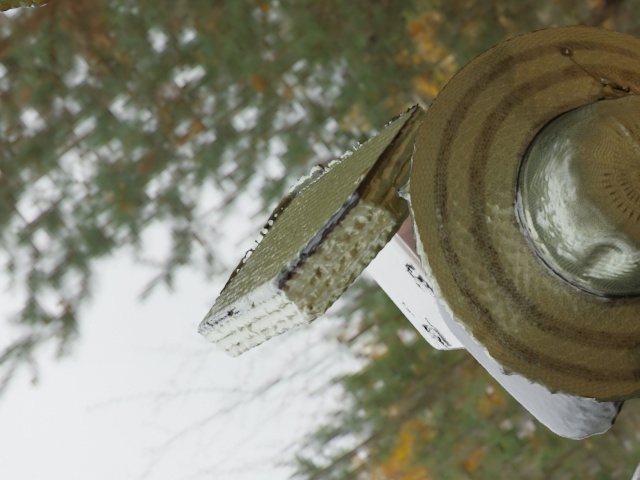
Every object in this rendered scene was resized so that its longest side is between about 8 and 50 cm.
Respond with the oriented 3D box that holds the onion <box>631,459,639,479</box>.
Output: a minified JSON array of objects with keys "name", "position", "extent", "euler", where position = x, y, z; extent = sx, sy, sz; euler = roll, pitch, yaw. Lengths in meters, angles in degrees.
[{"name":"onion","position":[0.321,0.214,0.972],"extent":[0.260,0.281,0.337],"euler":[11,160,40]}]

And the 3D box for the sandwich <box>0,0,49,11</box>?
[{"name":"sandwich","position":[-0.224,-0.207,1.037],"extent":[0.187,0.117,0.144],"euler":[38,-133,-83]}]

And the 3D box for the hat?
[{"name":"hat","position":[0.182,-0.032,0.893],"extent":[0.252,0.252,0.110],"euler":[55,164,5]}]

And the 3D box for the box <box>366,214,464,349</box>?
[{"name":"box","position":[0.096,0.044,1.392],"extent":[0.142,0.044,0.285],"euler":[48,174,1]}]

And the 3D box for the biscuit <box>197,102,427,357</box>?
[{"name":"biscuit","position":[0.000,0.000,1.061],"extent":[0.052,0.150,0.252],"euler":[37,156,-10]}]

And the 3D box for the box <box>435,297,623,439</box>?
[{"name":"box","position":[0.160,0.031,1.099],"extent":[0.042,0.201,0.212],"euler":[-17,-135,-30]}]
